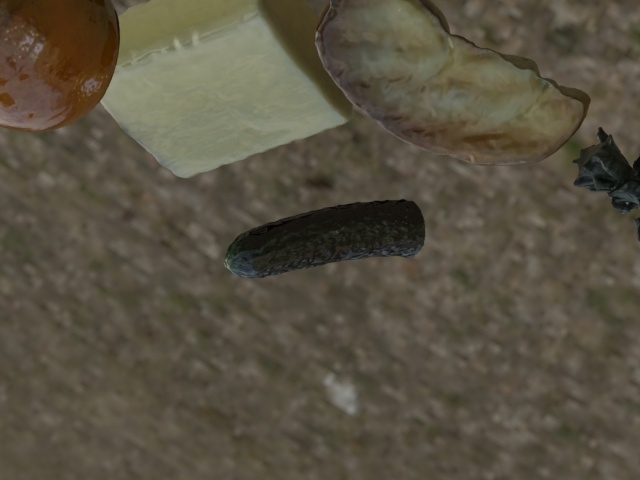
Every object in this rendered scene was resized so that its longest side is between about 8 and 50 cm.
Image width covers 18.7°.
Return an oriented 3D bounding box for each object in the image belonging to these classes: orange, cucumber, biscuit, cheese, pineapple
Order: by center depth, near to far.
[{"bbox_3d":[0.000,0.000,1.730,0.052,0.214,0.058,-9,90,52],"label":"cucumber"},{"bbox_3d":[-0.292,-0.213,1.798,0.240,0.171,0.240,40,-168,-10],"label":"orange"},{"bbox_3d":[0.131,-0.171,2.083,0.299,0.154,0.045,34,-164,-1],"label":"biscuit"},{"bbox_3d":[0.404,-0.034,2.228,0.248,0.128,0.128,38,158,-6],"label":"pineapple"},{"bbox_3d":[-0.124,-0.210,2.433,0.265,0.124,0.242,-17,146,24],"label":"cheese"}]
